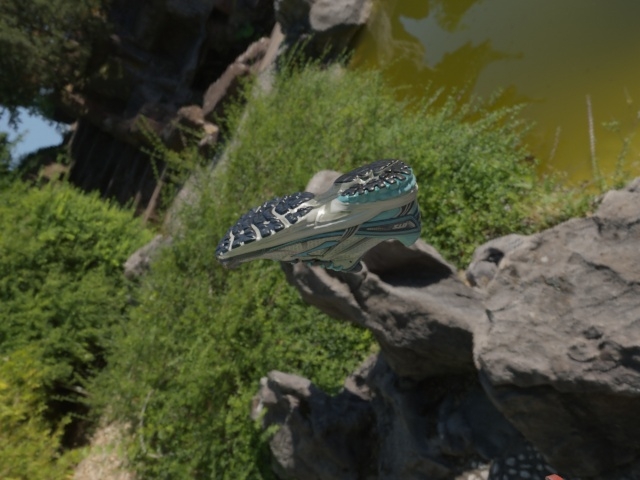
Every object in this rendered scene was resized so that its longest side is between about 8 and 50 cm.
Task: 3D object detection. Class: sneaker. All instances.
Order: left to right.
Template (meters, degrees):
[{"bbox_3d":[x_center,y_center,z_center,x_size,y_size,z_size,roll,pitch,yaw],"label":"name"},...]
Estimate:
[{"bbox_3d":[0.000,0.000,0.824,0.283,0.122,0.110,-18,24,10],"label":"sneaker"}]

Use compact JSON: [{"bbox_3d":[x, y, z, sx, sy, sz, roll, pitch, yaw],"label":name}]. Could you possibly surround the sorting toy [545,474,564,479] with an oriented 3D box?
[{"bbox_3d":[0.292,0.316,0.738,0.042,0.061,0.102,-38,0,-9],"label":"sorting toy"}]
